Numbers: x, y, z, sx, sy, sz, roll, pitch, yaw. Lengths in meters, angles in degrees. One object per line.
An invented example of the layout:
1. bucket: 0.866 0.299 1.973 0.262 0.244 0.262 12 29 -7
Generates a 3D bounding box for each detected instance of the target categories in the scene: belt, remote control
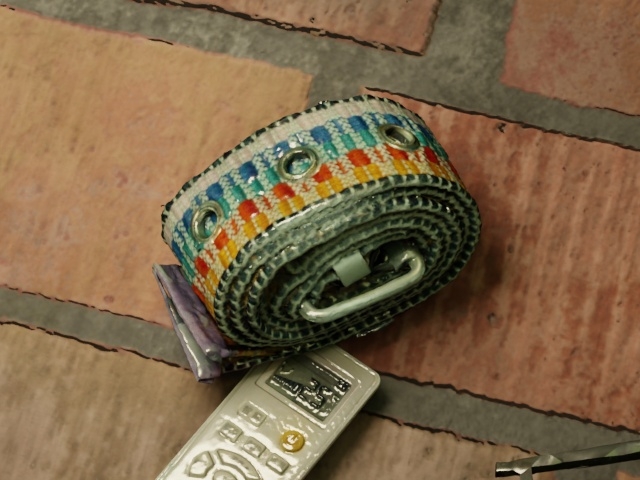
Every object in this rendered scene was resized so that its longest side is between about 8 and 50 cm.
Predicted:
1. belt: 0.000 0.000 1.764 0.295 0.207 0.160 -19 52 -14
2. remote control: -0.076 0.222 1.781 0.109 0.055 0.313 33 68 21

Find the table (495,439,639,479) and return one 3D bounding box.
1. table: 0.306 0.356 1.576 0.272 0.222 0.335 -9 52 8
